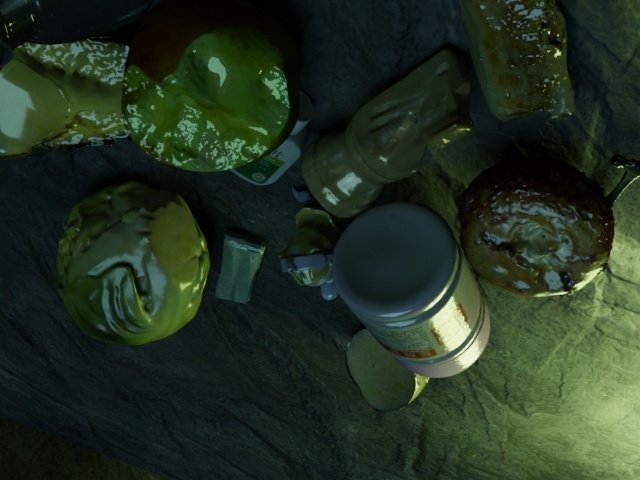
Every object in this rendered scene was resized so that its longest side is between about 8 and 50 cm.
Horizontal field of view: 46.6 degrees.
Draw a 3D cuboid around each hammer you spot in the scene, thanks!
[{"bbox_3d":[0.442,-0.053,1.146,0.078,0.021,0.201,19,143,0],"label":"hammer"}]

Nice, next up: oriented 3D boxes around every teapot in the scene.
[{"bbox_3d":[-0.391,-0.356,0.897,0.223,0.285,0.305,-4,123,54],"label":"teapot"}]

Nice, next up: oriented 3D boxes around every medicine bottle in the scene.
[{"bbox_3d":[-0.084,-0.170,1.194,0.119,0.069,0.183,34,139,-16],"label":"medicine bottle"},{"bbox_3d":[0.162,0.093,1.247,0.202,0.202,0.316,-1,152,24],"label":"medicine bottle"}]

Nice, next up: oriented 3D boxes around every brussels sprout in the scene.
[{"bbox_3d":[-0.366,0.055,1.433,0.344,0.268,0.344,13,136,13],"label":"brussels sprout"}]

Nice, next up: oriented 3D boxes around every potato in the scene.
[{"bbox_3d":[0.162,0.262,1.583,0.117,0.182,0.202,-9,172,-40],"label":"potato"}]

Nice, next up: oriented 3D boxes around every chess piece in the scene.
[{"bbox_3d":[0.104,-0.155,1.092,0.137,0.137,0.301,35,137,-19],"label":"chess piece"}]

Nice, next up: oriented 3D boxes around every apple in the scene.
[{"bbox_3d":[-0.140,-0.213,1.016,0.226,0.246,0.246,10,142,4],"label":"apple"}]

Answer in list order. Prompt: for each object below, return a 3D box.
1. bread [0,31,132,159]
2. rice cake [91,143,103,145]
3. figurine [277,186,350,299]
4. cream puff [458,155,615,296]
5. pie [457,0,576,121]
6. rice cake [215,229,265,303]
[{"bbox_3d":[-0.392,-0.248,1.152,0.261,0.163,0.204,-6,132,-13],"label":"bread"},{"bbox_3d":[-0.312,-0.205,1.269,0.245,0.045,0.042,-8,134,31],"label":"rice cake"},{"bbox_3d":[0.000,0.000,1.292,0.128,0.183,0.209,-12,90,33],"label":"figurine"},{"bbox_3d":[0.324,-0.023,1.124,0.239,0.164,0.240,7,129,9],"label":"cream puff"},{"bbox_3d":[0.247,-0.257,0.940,0.128,0.068,0.282,-2,138,28],"label":"pie"},{"bbox_3d":[-0.169,0.060,1.538,0.085,0.040,0.226,19,142,-1],"label":"rice cake"}]
